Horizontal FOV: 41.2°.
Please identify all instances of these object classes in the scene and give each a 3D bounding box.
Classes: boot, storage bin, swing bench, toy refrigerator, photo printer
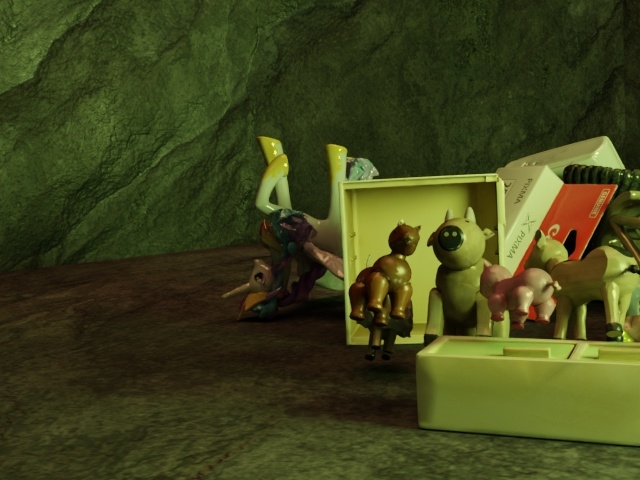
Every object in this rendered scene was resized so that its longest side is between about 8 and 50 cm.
[{"bbox_3d":[0.467,-0.019,1.665,0.348,0.260,0.131,0,7,26],"label":"boot"},{"bbox_3d":[0.172,0.028,1.389,0.261,0.262,0.123,-3,4,9],"label":"storage bin"},{"bbox_3d":[0.645,0.001,1.429,0.254,0.165,0.254,-2,25,-11],"label":"swing bench"},{"bbox_3d":[0.247,0.154,0.923,0.270,0.094,0.102,0,6,25],"label":"toy refrigerator"},{"bbox_3d":[0.560,-0.055,1.825,0.256,0.307,0.107,-15,27,46],"label":"photo printer"}]

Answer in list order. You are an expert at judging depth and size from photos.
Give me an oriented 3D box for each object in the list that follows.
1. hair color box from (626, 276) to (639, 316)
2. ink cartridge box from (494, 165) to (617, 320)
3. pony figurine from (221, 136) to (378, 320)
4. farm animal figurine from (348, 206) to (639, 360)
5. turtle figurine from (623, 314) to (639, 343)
[{"bbox_3d":[0.618,0.103,1.127,0.375,0.113,0.185,1,7,31],"label":"hair color box"},{"bbox_3d":[0.366,-0.003,1.568,0.066,0.296,0.261,39,-16,-27],"label":"ink cartridge box"},{"bbox_3d":[0.000,0.000,1.680,0.351,0.363,0.303,11,-6,-18],"label":"pony figurine"},{"bbox_3d":[0.207,0.054,1.079,0.331,0.172,0.326,7,-23,6],"label":"farm animal figurine"},{"bbox_3d":[0.448,0.102,0.937,0.270,0.087,0.217,32,-32,-34],"label":"turtle figurine"}]
